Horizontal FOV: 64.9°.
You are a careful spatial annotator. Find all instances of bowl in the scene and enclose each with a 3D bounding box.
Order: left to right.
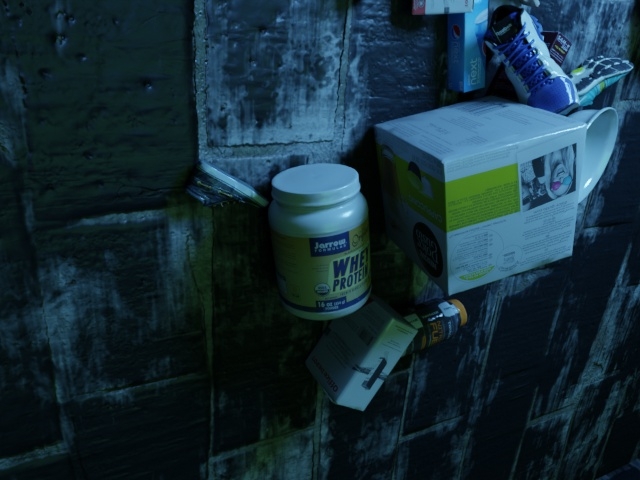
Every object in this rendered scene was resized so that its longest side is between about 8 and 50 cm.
[{"bbox_3d":[0.734,-0.259,1.484,0.298,0.134,0.297,-25,130,-33],"label":"bowl"}]

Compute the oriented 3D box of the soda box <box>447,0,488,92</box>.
[{"bbox_3d":[0.362,-0.481,1.243,0.071,0.067,0.210,-18,120,-20],"label":"soda box"}]

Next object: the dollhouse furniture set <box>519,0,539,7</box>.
[{"bbox_3d":[0.557,-0.641,1.192,0.129,0.183,0.129,-44,126,9],"label":"dollhouse furniture set"}]

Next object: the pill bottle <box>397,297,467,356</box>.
[{"bbox_3d":[0.319,0.251,1.517,0.246,0.130,0.130,-16,119,-22],"label":"pill bottle"}]

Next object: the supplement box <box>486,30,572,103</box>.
[{"bbox_3d":[0.534,-0.422,1.323,0.073,0.130,0.239,14,105,-36],"label":"supplement box"}]

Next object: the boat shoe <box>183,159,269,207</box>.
[{"bbox_3d":[-0.208,-0.101,1.118,0.183,0.065,0.083,29,99,-29],"label":"boat shoe"}]

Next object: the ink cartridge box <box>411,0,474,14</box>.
[{"bbox_3d":[0.274,-0.562,1.128,0.136,0.056,0.099,1,116,7],"label":"ink cartridge box"}]

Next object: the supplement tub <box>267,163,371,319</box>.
[{"bbox_3d":[0.000,0.000,1.171,0.229,0.228,0.316,-17,119,-21],"label":"supplement tub"}]

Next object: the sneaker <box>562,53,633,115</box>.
[{"bbox_3d":[0.789,-0.460,1.482,0.275,0.107,0.110,-29,142,-9],"label":"sneaker"}]

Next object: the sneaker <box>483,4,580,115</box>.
[{"bbox_3d":[0.472,-0.433,1.190,0.182,0.315,0.127,7,150,-45],"label":"sneaker"}]

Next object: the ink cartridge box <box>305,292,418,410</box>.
[{"bbox_3d":[0.105,0.293,1.379,0.114,0.197,0.272,30,96,-35],"label":"ink cartridge box"}]

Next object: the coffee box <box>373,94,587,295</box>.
[{"bbox_3d":[0.364,-0.124,1.217,0.339,0.337,0.334,-17,120,-11],"label":"coffee box"}]
